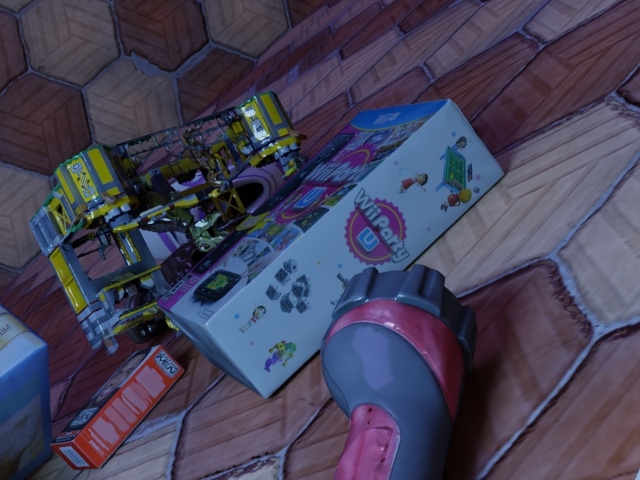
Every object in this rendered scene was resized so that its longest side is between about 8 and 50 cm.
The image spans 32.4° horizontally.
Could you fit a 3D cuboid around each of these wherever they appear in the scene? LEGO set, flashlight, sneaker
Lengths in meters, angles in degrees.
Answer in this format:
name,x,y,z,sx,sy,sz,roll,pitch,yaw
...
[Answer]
name,x,y,z,sx,sy,sz,roll,pitch,yaw
LEGO set,-0.147,-0.008,1.211,0.331,0.192,0.255,-23,-7,-43
flashlight,0.022,0.129,0.632,0.103,0.103,0.304,-29,18,30
sneaker,-0.170,-0.037,1.535,0.282,0.102,0.161,-32,12,27
sneaker,-0.185,0.055,1.407,0.071,0.066,0.188,-22,24,36

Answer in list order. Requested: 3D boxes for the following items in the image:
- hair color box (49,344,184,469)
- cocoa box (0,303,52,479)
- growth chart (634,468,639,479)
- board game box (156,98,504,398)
name,x,y,z,sx,sy,sz,roll,pitch,yaw
hair color box,-0.215,0.177,1.171,0.072,0.043,0.141,-20,24,54
cocoa box,-0.478,0.204,1.134,0.347,0.228,0.231,-40,-25,-36
growth chart,0.148,0.142,0.452,0.237,0.021,0.172,-47,16,-26
board game box,0.000,0.000,1.069,0.303,0.097,0.224,-42,16,-13
